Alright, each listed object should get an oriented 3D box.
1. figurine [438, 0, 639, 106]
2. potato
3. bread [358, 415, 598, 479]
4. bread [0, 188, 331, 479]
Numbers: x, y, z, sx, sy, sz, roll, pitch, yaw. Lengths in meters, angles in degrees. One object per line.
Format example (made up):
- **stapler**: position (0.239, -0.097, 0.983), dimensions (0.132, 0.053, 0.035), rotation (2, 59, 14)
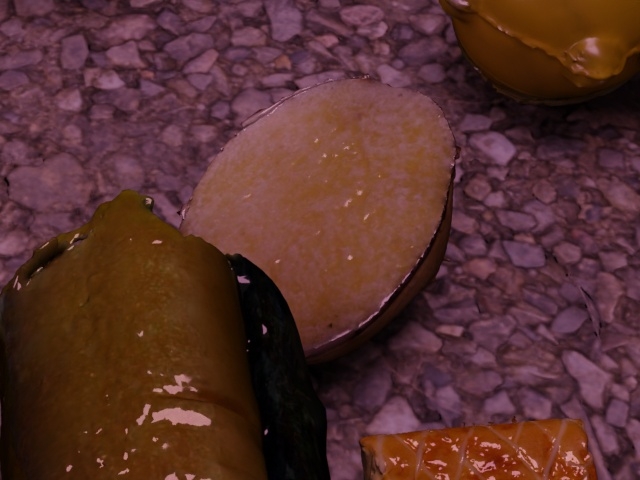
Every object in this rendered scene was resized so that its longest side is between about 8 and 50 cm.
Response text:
- **figurine**: position (0.261, -0.276, 1.930), dimensions (0.323, 0.231, 0.340), rotation (28, 45, 11)
- **potato**: position (0.000, 0.000, 1.718), dimensions (0.239, 0.116, 0.299), rotation (14, 59, 20)
- **bread**: position (0.131, 0.211, 1.569), dimensions (0.188, 0.068, 0.125), rotation (-3, 48, -10)
- **bread**: position (-0.129, 0.157, 1.466), dimensions (0.251, 0.208, 0.376), rotation (-31, 48, 20)
